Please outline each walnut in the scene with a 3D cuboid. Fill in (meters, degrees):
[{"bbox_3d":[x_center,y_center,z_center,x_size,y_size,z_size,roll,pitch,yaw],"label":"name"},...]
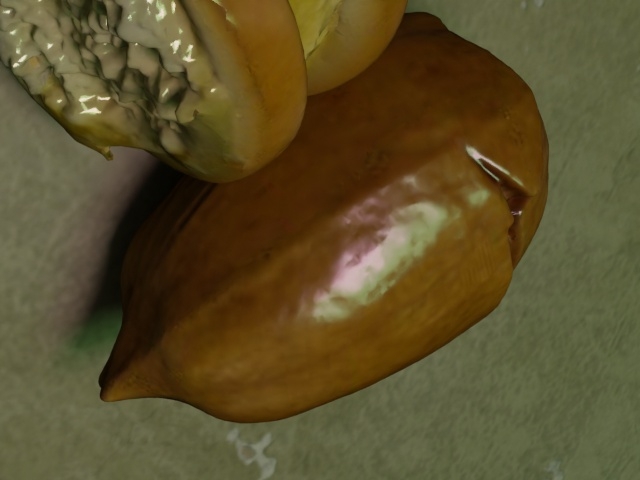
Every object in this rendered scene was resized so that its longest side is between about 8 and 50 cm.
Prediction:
[{"bbox_3d":[0.000,0.000,0.959,0.336,0.209,0.209,-37,134,-7],"label":"walnut"}]

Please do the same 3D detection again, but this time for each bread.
[{"bbox_3d":[-0.055,-0.188,0.788,0.270,0.211,0.315,-37,136,-19],"label":"bread"}]
